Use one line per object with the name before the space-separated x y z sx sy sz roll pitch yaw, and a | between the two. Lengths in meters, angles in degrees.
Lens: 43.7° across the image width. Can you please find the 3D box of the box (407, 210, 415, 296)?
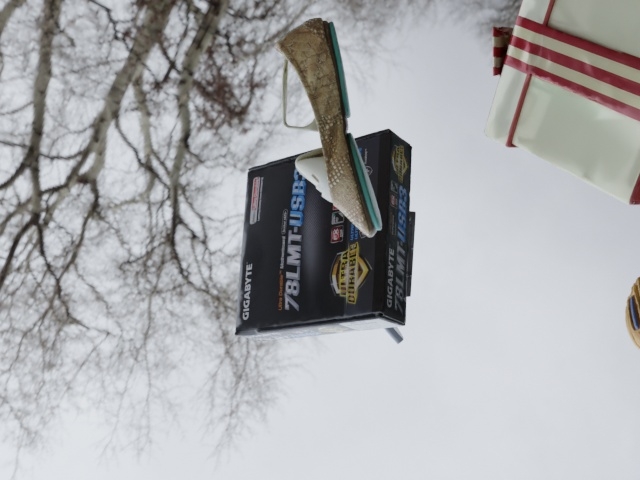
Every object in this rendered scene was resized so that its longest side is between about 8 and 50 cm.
box | 0.085 0.030 1.614 0.231 0.183 0.056 -3 -170 -33

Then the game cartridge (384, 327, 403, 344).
game cartridge | 0.117 0.146 1.352 0.056 0.017 0.083 45 -175 -9

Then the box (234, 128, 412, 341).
box | 0.000 0.000 1.253 0.073 0.293 0.296 26 -118 -48

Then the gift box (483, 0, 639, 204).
gift box | 0.365 -0.207 0.895 0.255 0.276 0.258 2 -156 -34

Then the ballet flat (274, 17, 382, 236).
ballet flat | 0.003 -0.099 0.741 0.073 0.067 0.206 -20 -83 -83

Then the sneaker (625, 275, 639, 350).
sneaker | 0.400 0.046 0.618 0.131 0.296 0.112 27 -118 -40
